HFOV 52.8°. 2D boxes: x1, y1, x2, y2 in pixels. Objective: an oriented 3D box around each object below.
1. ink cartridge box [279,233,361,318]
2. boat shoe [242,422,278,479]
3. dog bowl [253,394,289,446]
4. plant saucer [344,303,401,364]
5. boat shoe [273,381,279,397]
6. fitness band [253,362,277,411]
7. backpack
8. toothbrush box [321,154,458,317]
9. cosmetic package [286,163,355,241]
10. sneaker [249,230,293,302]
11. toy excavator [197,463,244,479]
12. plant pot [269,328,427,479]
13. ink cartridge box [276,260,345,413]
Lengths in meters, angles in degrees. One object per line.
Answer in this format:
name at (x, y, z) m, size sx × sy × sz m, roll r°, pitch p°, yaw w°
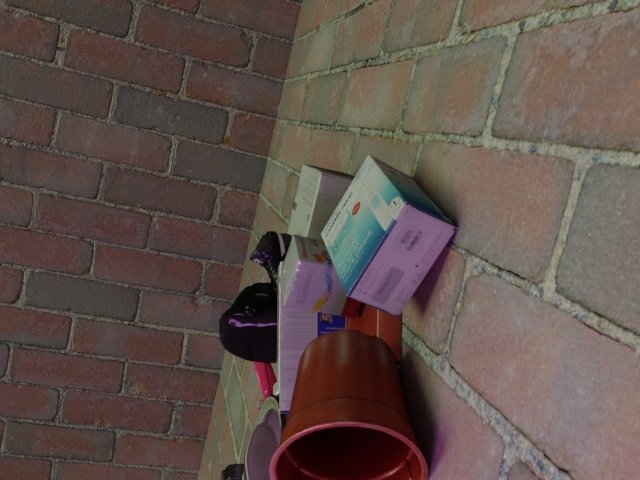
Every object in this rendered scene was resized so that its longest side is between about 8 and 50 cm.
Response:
ink cartridge box at (0.006, 0.082, 1.484) m, size 0.128 × 0.176 × 0.128 m, roll -108°, pitch 33°, yaw -61°
boat shoe at (-0.146, 0.545, 1.500) m, size 0.069 × 0.081 × 0.228 m, roll 134°, pitch 141°, yaw -56°
dog bowl at (-0.085, 0.616, 1.671) m, size 0.408 × 0.150 × 0.408 m, roll -170°, pitch 90°, yaw -75°
plant saucer at (0.110, 0.181, 1.466) m, size 0.259 × 0.047 × 0.259 m, roll 129°, pitch 148°, yaw -59°
boat shoe at (-0.060, 0.374, 1.789) m, size 0.184 × 0.066 × 0.063 m, roll -47°, pitch 34°, yaw 12°
fitness band at (-0.161, 0.484, 2.006) m, size 0.209 × 0.054 × 0.291 m, roll -105°, pitch 2°, yaw -54°
backpack at (-0.147, 0.243, 1.941) m, size 0.356 × 0.289 × 0.274 m, roll -96°, pitch 11°, yaw -66°
toothbrush box at (0.126, -0.019, 1.318) m, size 0.216 × 0.126 × 0.295 m, roll -59°, pitch 20°, yaw 17°
cosmetic package at (0.000, 0.000, 1.783) m, size 0.217 × 0.156 × 0.385 m, roll -139°, pitch 62°, yaw -71°
sneaker at (-0.129, 0.081, 1.687) m, size 0.079 × 0.121 × 0.217 m, roll 135°, pitch 141°, yaw -61°
toy excavator at (-0.295, 0.977, 2.101) m, size 0.432 × 0.445 × 0.222 m, roll -27°, pitch 37°, yaw 16°
plant pot at (0.052, 0.329, 1.215) m, size 0.265 × 0.272 × 0.273 m, roll -87°, pitch 15°, yaw -56°
ink cartridge box at (-0.017, 0.236, 1.587) m, size 0.069 × 0.175 × 0.371 m, roll 118°, pitch 153°, yaw -69°
